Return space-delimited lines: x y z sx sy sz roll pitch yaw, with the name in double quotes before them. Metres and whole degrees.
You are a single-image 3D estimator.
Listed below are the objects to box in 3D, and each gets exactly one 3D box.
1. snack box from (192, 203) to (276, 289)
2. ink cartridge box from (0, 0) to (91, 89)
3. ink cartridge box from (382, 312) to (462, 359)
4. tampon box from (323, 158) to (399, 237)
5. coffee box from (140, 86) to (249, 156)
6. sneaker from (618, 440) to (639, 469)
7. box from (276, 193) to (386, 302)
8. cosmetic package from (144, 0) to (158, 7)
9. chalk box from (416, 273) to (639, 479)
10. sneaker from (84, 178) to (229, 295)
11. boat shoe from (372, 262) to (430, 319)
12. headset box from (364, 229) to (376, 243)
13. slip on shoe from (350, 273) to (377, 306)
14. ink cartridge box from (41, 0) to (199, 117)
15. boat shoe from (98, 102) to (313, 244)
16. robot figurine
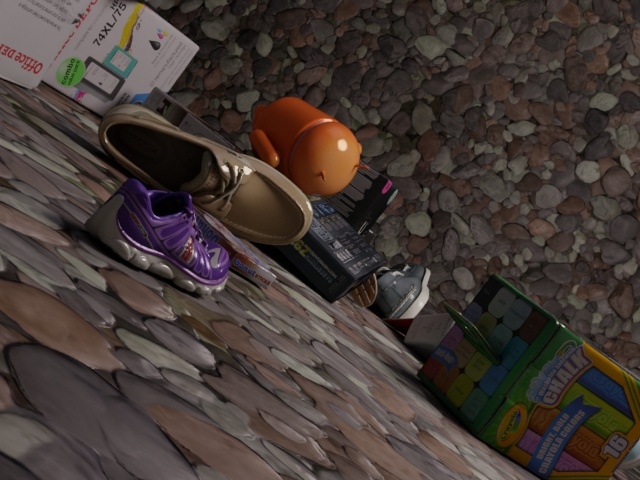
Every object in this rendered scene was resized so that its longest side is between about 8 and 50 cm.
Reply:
"snack box" -0.117 0.001 1.248 0.064 0.022 0.178 35 3 -37
"ink cartridge box" -0.375 -0.358 1.340 0.121 0.289 0.211 34 3 9
"ink cartridge box" 0.251 0.216 1.755 0.275 0.060 0.239 35 -22 -20
"tampon box" 0.048 -0.063 1.877 0.101 0.161 0.120 38 4 13
"coffee box" -0.192 -0.134 1.708 0.246 0.098 0.141 39 4 42
"sneaker" 0.512 0.342 2.128 0.208 0.127 0.319 37 -7 -29
"box" 0.000 0.000 1.648 0.183 0.059 0.232 46 14 6
"cosmetic package" -0.298 -0.457 1.722 0.127 0.107 0.238 36 7 -8
"chalk box" 0.262 0.178 1.364 0.289 0.179 0.180 34 5 -25
"sneaker" -0.119 -0.004 0.878 0.068 0.071 0.170 38 3 28
"boat shoe" 0.136 0.079 1.977 0.099 0.116 0.319 40 8 -4
"headset box" -0.008 -0.048 2.297 0.218 0.110 0.293 36 3 -9
"slip on shoe" 0.061 0.045 1.788 0.041 0.051 0.135 -69 138 -80
"ink cartridge box" -0.390 -0.344 1.764 0.197 0.198 0.270 40 6 36
"boat shoe" -0.145 -0.076 1.342 0.302 0.109 0.098 30 6 -13
"robot figurine" -0.026 -0.147 1.669 0.219 0.128 0.158 36 -2 42
